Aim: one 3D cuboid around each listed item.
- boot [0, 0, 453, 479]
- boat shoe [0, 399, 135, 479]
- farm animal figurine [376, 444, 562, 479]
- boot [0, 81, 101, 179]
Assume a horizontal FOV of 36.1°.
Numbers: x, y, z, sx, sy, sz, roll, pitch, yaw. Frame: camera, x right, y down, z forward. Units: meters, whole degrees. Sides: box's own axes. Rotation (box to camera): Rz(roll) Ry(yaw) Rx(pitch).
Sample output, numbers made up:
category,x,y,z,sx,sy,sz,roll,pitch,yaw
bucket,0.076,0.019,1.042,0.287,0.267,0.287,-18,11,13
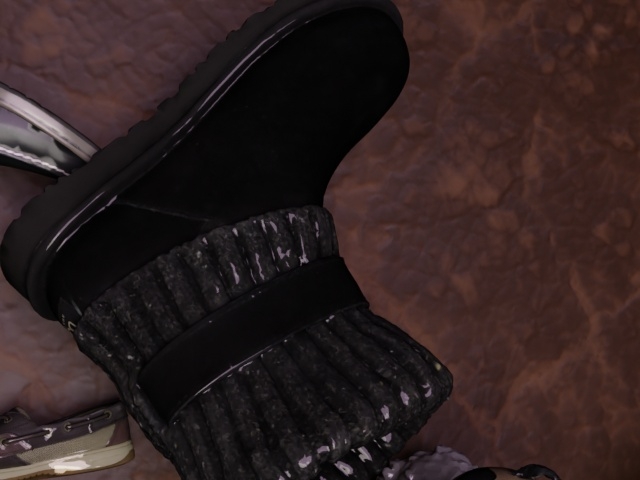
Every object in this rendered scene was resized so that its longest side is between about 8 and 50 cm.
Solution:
category,x,y,z,sx,sy,sz,roll,pitch,yaw
boot,0.000,0.003,0.633,0.260,0.131,0.348,38,71,26
boat shoe,-0.201,0.136,0.656,0.152,0.056,0.049,-2,81,-30
farm animal figurine,0.032,0.242,0.578,0.327,0.330,0.172,-32,107,-21
boot,-0.272,-0.032,0.628,0.236,0.085,0.178,25,81,-15
